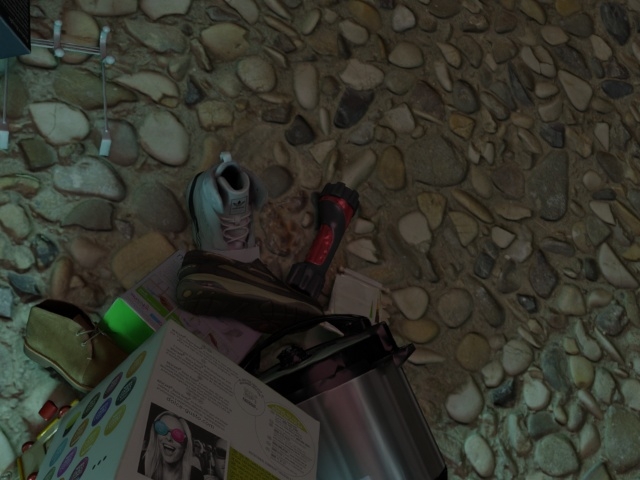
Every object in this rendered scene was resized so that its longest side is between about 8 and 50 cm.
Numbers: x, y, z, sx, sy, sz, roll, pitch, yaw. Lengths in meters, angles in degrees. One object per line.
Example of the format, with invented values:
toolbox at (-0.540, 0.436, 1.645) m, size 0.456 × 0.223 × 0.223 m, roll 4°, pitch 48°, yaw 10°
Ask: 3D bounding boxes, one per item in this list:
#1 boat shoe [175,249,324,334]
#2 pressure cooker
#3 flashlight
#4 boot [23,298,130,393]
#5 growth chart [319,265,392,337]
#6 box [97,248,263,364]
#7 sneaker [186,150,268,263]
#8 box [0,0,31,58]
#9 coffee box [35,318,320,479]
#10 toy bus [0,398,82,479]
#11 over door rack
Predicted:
boat shoe at (-0.134, 0.099, 1.532) m, size 0.355 × 0.132 × 0.130 m, roll 22°, pitch 47°, yaw -38°
pressure cooker at (0.025, 0.364, 1.480) m, size 0.370 × 0.375 × 0.420 m, roll -20°, pitch 81°, yaw -38°
flashlight at (0.000, 0.000, 1.783) m, size 0.103 × 0.103 × 0.304 m, roll 20°, pitch 61°, yaw 13°
boot at (-0.442, 0.206, 1.401) m, size 0.305 × 0.115 × 0.112 m, roll 19°, pitch 23°, yaw 18°
growth chart at (0.088, 0.160, 1.762) m, size 0.172 × 0.021 × 0.237 m, roll 32°, pitch 40°, yaw -7°
box at (-0.283, 0.182, 1.515) m, size 0.262 × 0.127 × 0.231 m, roll 44°, pitch 32°, yaw -3°
sneaker at (-0.198, -0.015, 1.630) m, size 0.137 × 0.210 × 0.366 m, roll -9°, pitch 74°, yaw -27°
box at (-0.788, -0.581, 1.521) m, size 0.293 × 0.212 × 0.396 m, roll -9°, pitch 72°, yaw 2°
coffee box at (-0.238, 0.404, 1.165) m, size 0.338 × 0.337 × 0.334 m, roll 38°, pitch 28°, yaw -21°
toy bus at (-0.484, 0.405, 1.390) m, size 0.104 × 0.202 × 0.191 m, roll 46°, pitch 45°, yaw -38°
over door rack at (-0.589, -0.361, 1.648) m, size 0.239 × 0.108 × 0.324 m, roll 2°, pitch 69°, yaw -23°
